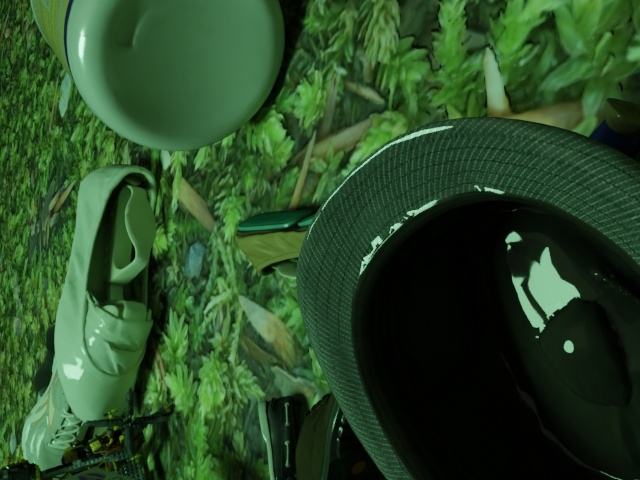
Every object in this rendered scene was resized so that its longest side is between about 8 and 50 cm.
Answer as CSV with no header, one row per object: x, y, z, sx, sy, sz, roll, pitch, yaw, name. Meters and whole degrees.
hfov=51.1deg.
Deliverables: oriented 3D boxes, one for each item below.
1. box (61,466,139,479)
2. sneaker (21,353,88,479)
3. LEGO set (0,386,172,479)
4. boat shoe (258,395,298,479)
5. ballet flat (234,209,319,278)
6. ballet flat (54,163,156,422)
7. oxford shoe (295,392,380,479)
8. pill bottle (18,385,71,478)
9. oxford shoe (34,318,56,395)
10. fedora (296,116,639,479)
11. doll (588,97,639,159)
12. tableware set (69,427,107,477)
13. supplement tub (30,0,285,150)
-0.127,0.297,0.657,0.324,0.067,0.063,5,90,27,box
-0.405,0.274,1.079,0.121,0.099,0.262,4,80,57,sneaker
-0.296,0.352,0.825,0.192,0.255,0.331,96,161,-44,LEGO set
-0.032,0.220,0.677,0.046,0.038,0.125,68,-172,-67,boat shoe
0.000,0.000,0.654,0.232,0.080,0.073,-6,109,55,ballet flat
-0.304,0.068,0.990,0.139,0.139,0.399,-19,67,50,ballet flat
0.019,0.157,0.584,0.096,0.083,0.227,36,113,53,oxford shoe
-0.472,0.355,1.181,0.103,0.103,0.184,26,106,51,pill bottle
-0.481,0.220,1.257,0.076,0.076,0.212,-90,21,-63,oxford shoe
0.128,0.060,0.377,0.275,0.124,0.243,51,129,14,fedora
0.162,0.001,0.446,0.129,0.046,0.188,50,130,32,doll
-0.358,0.358,1.088,0.194,0.039,0.128,-66,29,14,tableware set
-0.214,-0.279,0.817,0.331,0.241,0.240,47,122,44,supplement tub
